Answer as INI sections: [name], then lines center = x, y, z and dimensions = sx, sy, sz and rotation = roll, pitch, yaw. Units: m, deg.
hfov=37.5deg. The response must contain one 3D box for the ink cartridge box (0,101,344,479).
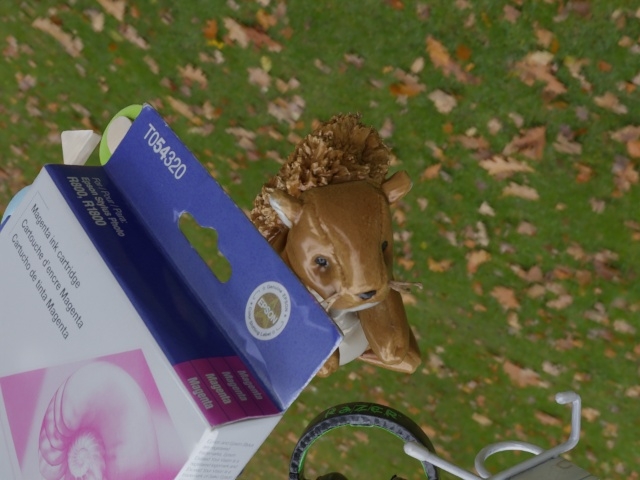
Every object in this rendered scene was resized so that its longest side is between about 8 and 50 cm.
[ink cartridge box]
center = -0.180, 0.091, 0.754
dimensions = 0.071, 0.330, 0.324
rotation = 18, -157, -49

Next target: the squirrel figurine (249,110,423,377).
[squirrel figurine]
center = 0.000, 0.000, 1.340
dimensions = 0.281, 0.397, 0.370
rotation = -7, 150, -7

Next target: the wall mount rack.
[wall mount rack]
center = 0.290, 0.304, 1.182
dimensions = 0.350, 0.304, 0.130
rotation = 24, 123, 54

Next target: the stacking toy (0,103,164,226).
[stacking toy]
center = -0.387, -0.094, 1.500
dimensions = 0.309, 0.279, 0.130
rotation = -9, 158, 34

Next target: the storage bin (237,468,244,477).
[storage bin]
center = -0.180, 0.302, 1.416
dimensions = 0.135, 0.098, 0.091
rotation = 25, 165, -14

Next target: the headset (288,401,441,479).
[headset]
center = 0.079, 0.449, 1.575
dimensions = 0.243, 0.185, 0.394
rotation = 1, 103, 11

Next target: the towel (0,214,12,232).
[towel]
center = -0.295, 0.158, 1.074
dimensions = 0.336, 0.243, 0.040
rotation = 38, -166, 15
